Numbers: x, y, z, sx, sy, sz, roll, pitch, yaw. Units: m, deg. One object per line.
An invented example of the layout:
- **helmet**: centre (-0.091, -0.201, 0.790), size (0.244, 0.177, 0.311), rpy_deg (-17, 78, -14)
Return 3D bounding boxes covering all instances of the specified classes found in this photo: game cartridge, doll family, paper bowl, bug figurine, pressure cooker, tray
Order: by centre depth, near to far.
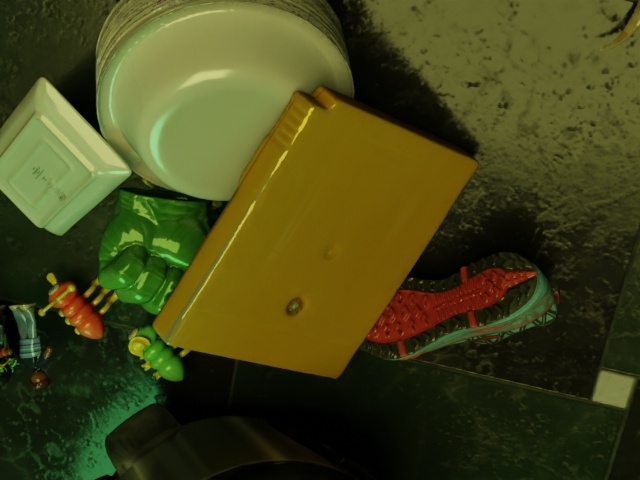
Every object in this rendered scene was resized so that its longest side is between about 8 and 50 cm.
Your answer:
- **paper bowl**: centre (-0.104, -0.156, 1.368), size (0.284, 0.148, 0.284), rpy_deg (-5, 136, -5)
- **game cartridge**: centre (0.000, 0.000, 1.398), size (0.285, 0.053, 0.323), rpy_deg (18, 109, -46)
- **tray**: centre (-0.324, -0.085, 1.467), size (0.145, 0.030, 0.270), rpy_deg (46, 148, -9)
- **pressure cooker**: centre (-0.102, 0.397, 1.499), size (0.375, 0.420, 0.370), rpy_deg (9, 91, -17)
- **bug figurine**: centre (-0.210, 0.062, 1.564), size (0.216, 0.072, 0.279), rpy_deg (44, 109, -8)
- **doll family**: centre (-0.408, 0.140, 1.599), size (0.193, 0.076, 0.111), rpy_deg (-7, 92, 56)

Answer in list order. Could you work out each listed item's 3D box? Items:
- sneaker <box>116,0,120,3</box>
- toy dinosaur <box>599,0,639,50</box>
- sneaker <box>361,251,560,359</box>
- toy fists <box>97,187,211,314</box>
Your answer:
- **sneaker**: centre (-0.200, -0.364, 1.414), size (0.083, 0.118, 0.222), rpy_deg (14, 82, -13)
- **toy dinosaur**: centre (0.382, -0.282, 1.372), size (0.093, 0.053, 0.183), rpy_deg (25, 104, 16)
- **sneaker**: centre (0.167, 0.099, 1.498), size (0.262, 0.104, 0.125), rpy_deg (-15, 150, 35)
- **toy fists**: centre (-0.122, 0.025, 1.464), size (0.279, 0.096, 0.142), rpy_deg (6, 99, -26)
